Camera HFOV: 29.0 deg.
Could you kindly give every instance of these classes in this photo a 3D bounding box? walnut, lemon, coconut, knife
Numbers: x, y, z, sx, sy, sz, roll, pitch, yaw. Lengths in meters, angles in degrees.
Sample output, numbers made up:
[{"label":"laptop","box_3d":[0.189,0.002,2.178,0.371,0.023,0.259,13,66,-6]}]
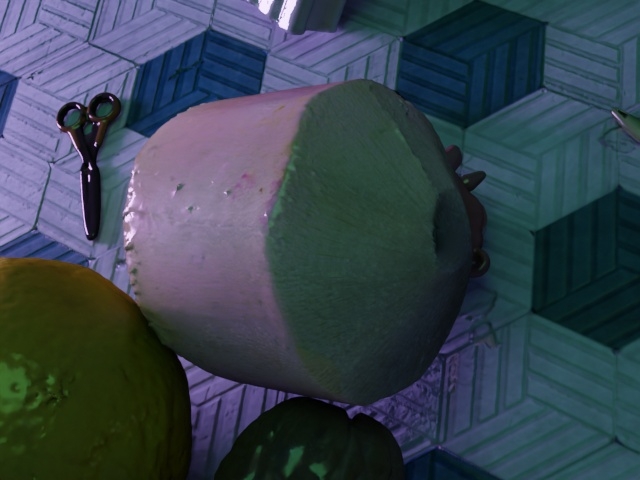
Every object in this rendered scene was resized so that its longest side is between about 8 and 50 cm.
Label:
[{"label":"walnut","box_3d":[-0.021,0.261,1.158,0.178,0.178,0.230,15,75,24]},{"label":"lemon","box_3d":[-0.284,0.170,1.196,0.336,0.336,0.336,-8,58,12]},{"label":"coconut","box_3d":[0.000,0.000,1.164,0.309,0.297,0.297,4,59,39]},{"label":"knife","box_3d":[0.392,-0.087,1.337,0.030,0.014,0.207,-38,58,-8]}]

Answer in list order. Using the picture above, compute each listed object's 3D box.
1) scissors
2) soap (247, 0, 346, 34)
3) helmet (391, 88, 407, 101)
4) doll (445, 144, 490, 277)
[{"label":"scissors","box_3d":[-0.288,-0.093,1.541,0.088,0.017,0.220,-13,57,8]},{"label":"soap","box_3d":[-0.013,-0.404,1.509,0.087,0.265,0.160,-11,42,-43]},{"label":"helmet","box_3d":[0.080,-0.140,1.441,0.065,0.049,0.084,-56,24,0]},{"label":"doll","box_3d":[0.075,-0.029,1.347,0.262,0.093,0.211,22,71,30]}]
